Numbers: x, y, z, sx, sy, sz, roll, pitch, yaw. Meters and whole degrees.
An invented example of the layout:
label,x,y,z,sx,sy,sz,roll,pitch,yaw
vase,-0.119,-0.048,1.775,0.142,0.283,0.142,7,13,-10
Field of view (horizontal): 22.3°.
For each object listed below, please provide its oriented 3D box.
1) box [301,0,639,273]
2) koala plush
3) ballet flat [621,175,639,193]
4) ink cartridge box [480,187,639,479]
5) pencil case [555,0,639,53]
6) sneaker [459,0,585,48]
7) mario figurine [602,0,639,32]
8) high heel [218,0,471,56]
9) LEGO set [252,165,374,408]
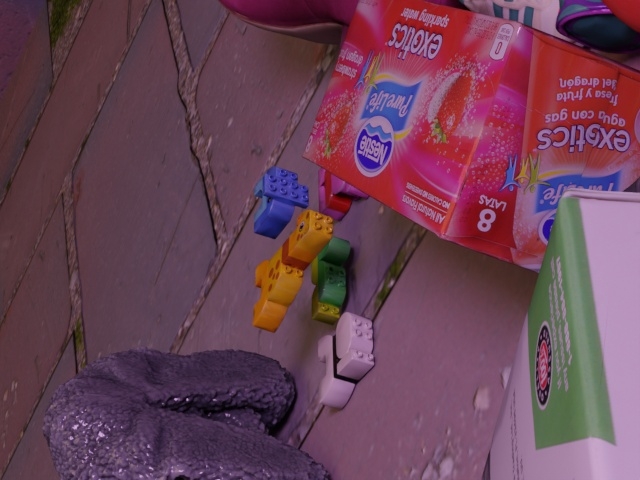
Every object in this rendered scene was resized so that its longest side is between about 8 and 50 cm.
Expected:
label,x,y,z,sx,sy,sz,roll,pitch,yaw
box,0.097,-0.069,0.999,0.128,0.122,0.257,-70,22,7
koala plush,-0.126,0.215,1.249,0.196,0.203,0.221,-112,33,-59
ballet flat,0.183,0.033,0.790,0.074,0.074,0.203,-57,24,32
ink cartridge box,0.130,0.155,0.618,0.289,0.121,0.211,97,174,-49
pencil case,0.182,-0.188,0.970,0.070,0.064,0.152,0,70,28
sneaker,0.128,-0.164,1.063,0.057,0.075,0.161,-70,22,5
mario figurine,0.234,-0.255,0.847,0.198,0.170,0.321,-75,5,-86
high heel,0.018,-0.235,1.314,0.377,0.127,0.181,50,129,49
LEGO set,0.000,0.000,1.225,0.093,0.087,0.227,-50,32,44
